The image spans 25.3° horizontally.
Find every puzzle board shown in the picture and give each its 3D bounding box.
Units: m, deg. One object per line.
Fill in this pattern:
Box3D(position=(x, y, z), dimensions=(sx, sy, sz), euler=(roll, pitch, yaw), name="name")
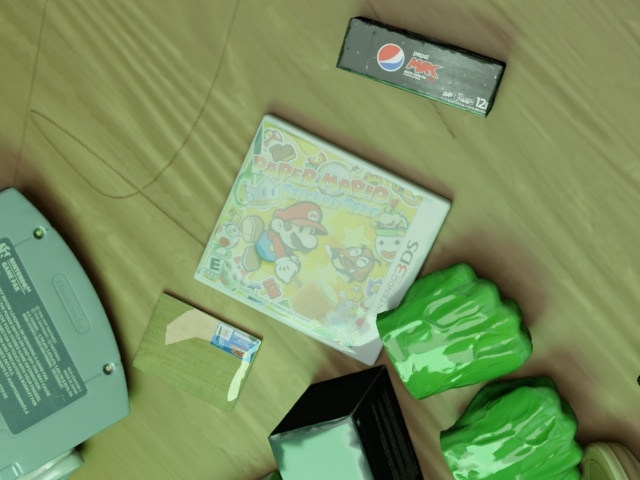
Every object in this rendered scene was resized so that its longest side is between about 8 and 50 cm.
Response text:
Box3D(position=(-0.141, 0.128, 1.631), dimensions=(0.128, 0.011, 0.096), euler=(25, 104, 5), name="puzzle board")

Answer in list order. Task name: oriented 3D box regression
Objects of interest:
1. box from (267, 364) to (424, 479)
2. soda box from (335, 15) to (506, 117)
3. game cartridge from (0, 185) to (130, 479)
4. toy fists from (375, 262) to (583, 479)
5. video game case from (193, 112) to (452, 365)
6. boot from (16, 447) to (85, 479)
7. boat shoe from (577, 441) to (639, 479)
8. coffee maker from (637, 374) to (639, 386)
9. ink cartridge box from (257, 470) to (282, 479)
Box3D(position=(0.049, 0.290, 1.534), dimensions=(0.103, 0.184, 0.261), euler=(-17, 97, 14), name="box")
Box3D(position=(0.106, -0.184, 1.495), dimensions=(0.169, 0.053, 0.060), euler=(19, 104, 7), name="soda box")
Box3D(position=(-0.340, 0.100, 1.591), dimensions=(0.196, 0.060, 0.294), euler=(-28, 99, -19), name="game cartridge")
Box3D(position=(0.181, 0.157, 1.526), dimensions=(0.142, 0.096, 0.279), euler=(-26, 95, 17), name="toy fists")
Box3D(position=(0.000, 0.000, 1.569), dimensions=(0.227, 0.026, 0.206), euler=(26, 105, 6), name="video game case")
Box3D(position=(-0.398, 0.296, 1.672), dimensions=(0.258, 0.095, 0.123), euler=(-40, 84, 15), name="boot")
Box3D(position=(0.387, 0.358, 1.526), dimensions=(0.110, 0.121, 0.341), euler=(-26, 86, -19), name="boat shoe")
Box3D(position=(0.412, 0.192, 1.448), dimensions=(0.120, 0.171, 0.178), euler=(-30, 92, 32), name="coffee maker")
Box3D(position=(-0.064, 0.395, 1.628), dimensions=(0.153, 0.087, 0.208), euler=(-32, 94, 16), name="ink cartridge box")
